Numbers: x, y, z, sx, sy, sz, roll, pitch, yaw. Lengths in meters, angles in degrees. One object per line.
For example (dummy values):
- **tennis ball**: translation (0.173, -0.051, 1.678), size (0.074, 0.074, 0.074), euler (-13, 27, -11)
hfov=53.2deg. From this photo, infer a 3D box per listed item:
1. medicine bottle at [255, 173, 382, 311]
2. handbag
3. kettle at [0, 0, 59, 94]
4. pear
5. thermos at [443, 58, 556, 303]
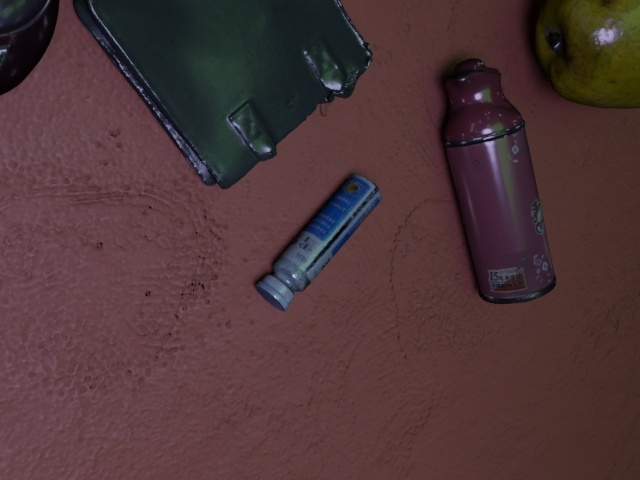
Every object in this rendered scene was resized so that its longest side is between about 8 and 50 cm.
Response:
- **medicine bottle**: translation (0.000, 0.000, 0.776), size (0.191, 0.051, 0.051), euler (-48, 117, -17)
- **handbag**: translation (-0.091, -0.218, 0.679), size (0.247, 0.079, 0.260), euler (-45, 117, -19)
- **kettle**: translation (-0.267, -0.210, 0.480), size (0.144, 0.232, 0.202), euler (-1, 96, -33)
- **pear**: translation (0.444, -0.309, 0.901), size (0.307, 0.253, 0.252), euler (-22, 107, -14)
- **thermos**: translation (0.248, -0.089, 0.883), size (0.136, 0.109, 0.330), euler (-25, 108, -27)
